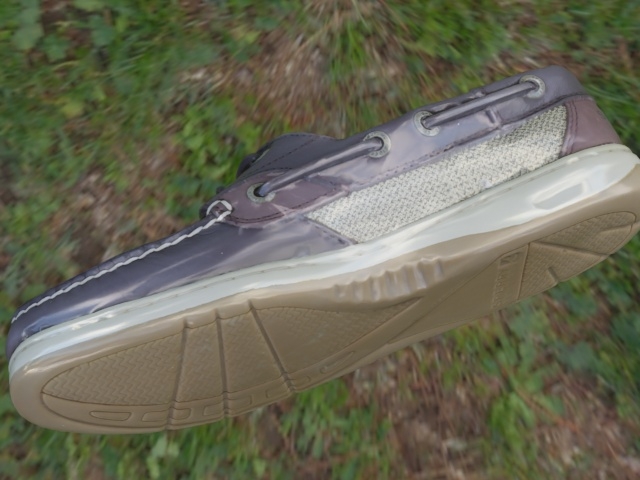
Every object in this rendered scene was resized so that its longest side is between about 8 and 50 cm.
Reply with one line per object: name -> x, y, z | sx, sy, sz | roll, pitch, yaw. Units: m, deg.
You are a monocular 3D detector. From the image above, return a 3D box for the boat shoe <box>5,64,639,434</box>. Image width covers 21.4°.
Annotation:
boat shoe -> 0.000, 0.000, 0.720 | 0.285, 0.103, 0.092 | -19, 62, -10
